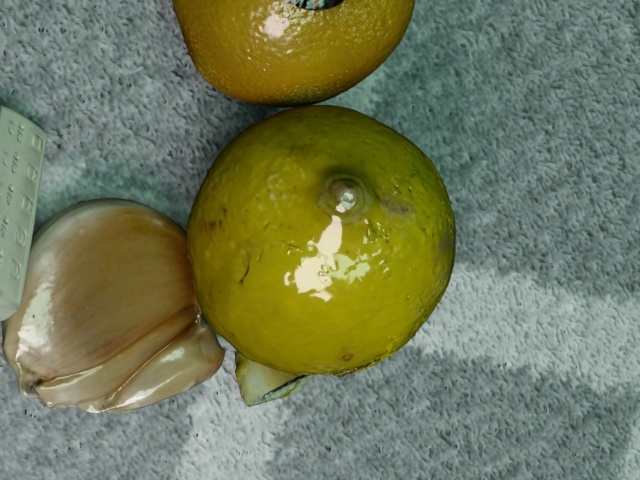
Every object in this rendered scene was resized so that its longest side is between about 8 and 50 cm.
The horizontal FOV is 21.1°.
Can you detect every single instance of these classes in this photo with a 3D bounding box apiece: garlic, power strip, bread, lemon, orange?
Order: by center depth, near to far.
[{"bbox_3d":[-0.300,-0.021,1.614,0.060,0.027,0.253,34,48,-41],"label":"power strip"},{"bbox_3d":[0.000,0.000,1.628,0.258,0.310,0.258,4,75,-14],"label":"lemon"},{"bbox_3d":[-0.028,-0.236,1.638,0.236,0.236,0.236,-3,101,-16],"label":"orange"},{"bbox_3d":[-0.220,0.068,1.688,0.228,0.110,0.217,-21,110,-33],"label":"garlic"},{"bbox_3d":[-0.034,0.110,1.770,0.094,0.083,0.157,41,64,-4],"label":"bread"}]
